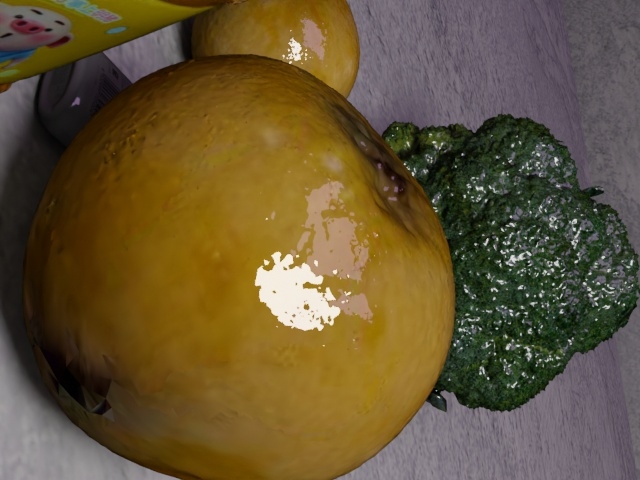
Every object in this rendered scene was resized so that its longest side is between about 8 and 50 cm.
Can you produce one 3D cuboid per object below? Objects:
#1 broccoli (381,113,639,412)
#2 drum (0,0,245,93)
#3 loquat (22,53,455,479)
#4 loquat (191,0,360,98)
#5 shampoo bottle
[{"bbox_3d":[0.176,0.014,1.132,0.283,0.304,0.321,-159,-125,-82],"label":"broccoli"},{"bbox_3d":[-0.181,-0.296,0.547,0.431,0.214,0.431,42,40,-50],"label":"drum"},{"bbox_3d":[-0.042,0.020,0.630,0.263,0.263,0.263,42,41,-52],"label":"loquat"},{"bbox_3d":[-0.037,-0.162,0.877,0.163,0.137,0.163,13,73,-48],"label":"loquat"},{"bbox_3d":[-0.131,-0.065,0.739,0.165,0.040,0.080,49,35,-47],"label":"shampoo bottle"}]
